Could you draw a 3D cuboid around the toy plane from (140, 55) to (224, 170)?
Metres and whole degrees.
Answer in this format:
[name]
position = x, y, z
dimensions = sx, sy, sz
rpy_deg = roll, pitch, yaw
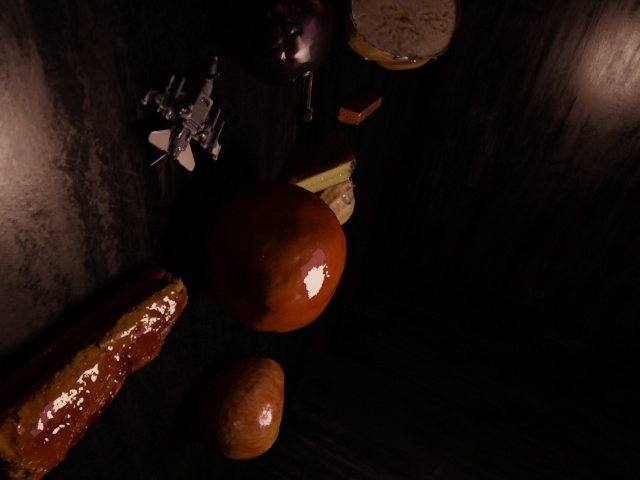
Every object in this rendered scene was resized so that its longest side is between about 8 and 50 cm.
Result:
[toy plane]
position = -0.211, -0.223, 0.726
dimensions = 0.160, 0.083, 0.233
rpy_deg = 38, 73, -45

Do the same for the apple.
[apple]
position = -0.239, 0.487, 1.286
dimensions = 0.309, 0.251, 0.276
rpy_deg = -174, -90, -86

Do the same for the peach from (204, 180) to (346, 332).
[peach]
position = -0.094, 0.031, 0.989
dimensions = 0.302, 0.343, 0.342
rpy_deg = -20, 133, -45

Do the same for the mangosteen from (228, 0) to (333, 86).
[mangosteen]
position = -0.071, -0.392, 0.802
dimensions = 0.230, 0.195, 0.194
rpy_deg = -94, -165, -61

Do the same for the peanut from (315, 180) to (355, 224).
[peanut]
position = 0.005, -0.103, 1.409
dimensions = 0.174, 0.159, 0.339
rpy_deg = 50, 59, -27

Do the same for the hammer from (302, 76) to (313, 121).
[hammer]
position = -0.022, -0.449, 1.091
dimensions = 0.058, 0.029, 0.291
rpy_deg = -91, -173, -52

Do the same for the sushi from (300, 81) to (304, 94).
[sushi]
position = -0.043, -0.458, 1.020
dimensions = 0.139, 0.031, 0.200
rpy_deg = -88, -174, -58

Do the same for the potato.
[potato]
position = 0.228, -0.625, 1.347
dimensions = 0.397, 0.289, 0.296
rpy_deg = -41, -177, -18

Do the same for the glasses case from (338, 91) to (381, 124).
[glasses case]
position = 0.141, -0.466, 1.519
dimensions = 0.218, 0.075, 0.049
rpy_deg = -49, 158, -48

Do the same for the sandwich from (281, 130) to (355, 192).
[sandwich]
position = -0.026, -0.206, 1.256
dimensions = 0.236, 0.128, 0.122
rpy_deg = -20, 151, -5

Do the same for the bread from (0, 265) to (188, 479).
[bread]
position = -0.367, 0.210, 0.731
dimensions = 0.380, 0.109, 0.185
rpy_deg = -51, 156, -49
